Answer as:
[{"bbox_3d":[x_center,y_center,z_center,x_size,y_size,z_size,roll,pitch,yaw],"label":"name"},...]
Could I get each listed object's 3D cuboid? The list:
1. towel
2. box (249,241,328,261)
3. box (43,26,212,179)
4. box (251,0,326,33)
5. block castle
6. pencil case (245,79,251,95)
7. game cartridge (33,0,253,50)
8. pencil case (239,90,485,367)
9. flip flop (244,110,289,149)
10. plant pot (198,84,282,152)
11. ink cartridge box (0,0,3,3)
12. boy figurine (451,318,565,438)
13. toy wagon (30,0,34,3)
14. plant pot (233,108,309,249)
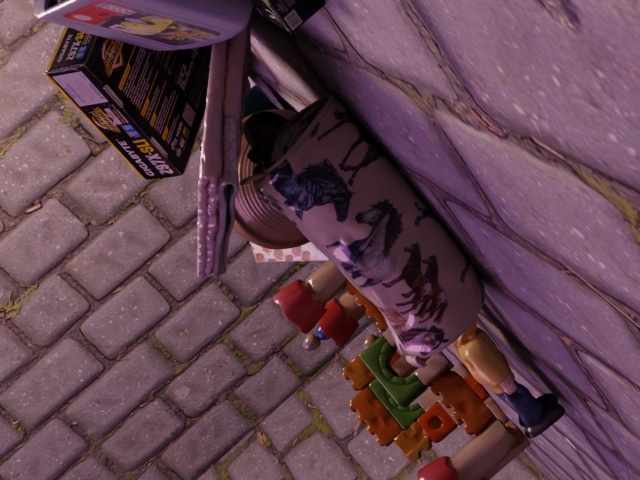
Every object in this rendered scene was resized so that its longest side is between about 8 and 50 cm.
[{"bbox_3d":[-0.133,-0.146,1.391,0.332,0.053,0.317,108,166,-65],"label":"towel"},{"bbox_3d":[0.000,0.000,1.891,0.324,0.067,0.063,-2,110,43],"label":"box"},{"bbox_3d":[-0.252,-0.291,1.476,0.079,0.322,0.257,-4,147,28],"label":"box"},{"bbox_3d":[-0.045,-0.270,1.073,0.062,0.052,0.083,52,176,-38],"label":"box"},{"bbox_3d":[0.127,0.246,1.692,0.453,0.213,0.303,49,-175,19],"label":"block castle"},{"bbox_3d":[-0.195,-0.306,1.865,0.124,0.124,0.284,48,179,1],"label":"pencil case"},{"bbox_3d":[-0.209,-0.282,1.200,0.196,0.060,0.294,5,180,-31],"label":"game cartridge"},{"bbox_3d":[0.072,-0.005,1.441,0.410,0.183,0.160,49,177,-17],"label":"pencil case"},{"bbox_3d":[-0.016,-0.111,1.563,0.277,0.080,0.112,22,-145,-37],"label":"flip flop"},{"bbox_3d":[-0.075,-0.143,1.918,0.165,0.166,0.234,46,-175,38],"label":"plant pot"},{"bbox_3d":[-0.419,-0.500,1.380,0.198,0.270,0.197,51,174,-31],"label":"ink cartridge box"},{"bbox_3d":[0.289,0.200,1.705,0.285,0.092,0.177,51,-173,-6],"label":"boy figurine"},{"bbox_3d":[-0.369,-0.416,1.718,0.344,0.068,0.267,2,165,21],"label":"toy wagon"},{"bbox_3d":[-0.048,-0.105,1.659,0.237,0.237,0.109,50,154,-20],"label":"plant pot"}]
